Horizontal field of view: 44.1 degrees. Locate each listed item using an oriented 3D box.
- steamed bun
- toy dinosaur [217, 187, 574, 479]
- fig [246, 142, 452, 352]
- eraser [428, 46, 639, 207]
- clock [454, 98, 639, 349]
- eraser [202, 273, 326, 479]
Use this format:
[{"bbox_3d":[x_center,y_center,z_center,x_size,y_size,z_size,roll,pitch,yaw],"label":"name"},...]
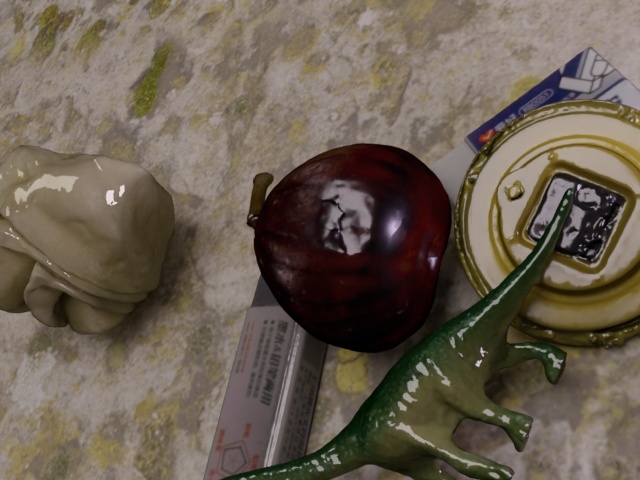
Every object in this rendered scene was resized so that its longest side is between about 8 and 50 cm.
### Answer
[{"bbox_3d":[-0.342,0.012,1.013,0.289,0.276,0.203,3,74,8],"label":"steamed bun"},{"bbox_3d":[0.047,0.132,0.724,0.300,0.087,0.447,20,84,26],"label":"toy dinosaur"},{"bbox_3d":[-0.001,-0.001,0.790,0.249,0.186,0.204,8,87,22],"label":"fig"},{"bbox_3d":[0.229,-0.088,0.813,0.210,0.068,0.124,-36,50,10],"label":"eraser"},{"bbox_3d":[0.233,-0.021,0.720,0.237,0.057,0.237,-3,82,19],"label":"clock"},{"bbox_3d":[-0.059,0.187,0.835,0.089,0.061,0.352,-4,60,33],"label":"eraser"}]
